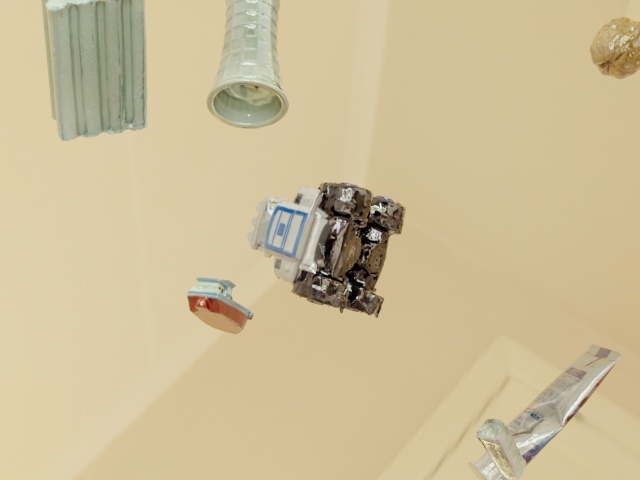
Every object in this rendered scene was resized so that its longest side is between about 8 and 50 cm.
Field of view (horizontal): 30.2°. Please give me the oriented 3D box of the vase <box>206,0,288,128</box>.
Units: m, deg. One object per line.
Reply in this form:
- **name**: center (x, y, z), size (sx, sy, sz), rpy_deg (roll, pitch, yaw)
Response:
- **vase**: center (-0.122, -0.359, 2.108), size (0.143, 0.143, 0.299), rpy_deg (81, -170, -60)

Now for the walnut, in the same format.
- **walnut**: center (0.421, -0.270, 1.661), size (0.096, 0.079, 0.082), rpy_deg (-51, -5, -39)

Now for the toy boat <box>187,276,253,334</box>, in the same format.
- **toy boat**: center (-0.147, 0.097, 1.791), size (0.173, 0.069, 0.058), rpy_deg (48, -131, -63)

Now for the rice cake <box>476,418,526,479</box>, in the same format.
- **rice cake**: center (0.227, 0.261, 1.481), size (0.033, 0.033, 0.207), rpy_deg (-69, -24, -18)

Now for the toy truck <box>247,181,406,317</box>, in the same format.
- **toy truck**: center (0.000, 0.000, 1.564), size (0.213, 0.177, 0.161), rpy_deg (17, -90, -57)

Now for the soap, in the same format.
- **soap**: center (-0.265, -0.217, 1.401), size (0.115, 0.063, 0.198), rpy_deg (-11, -44, -19)

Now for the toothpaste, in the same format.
- **toothpaste**: center (0.325, 0.250, 1.711), size (0.266, 0.061, 0.096), rpy_deg (-44, 13, -8)
